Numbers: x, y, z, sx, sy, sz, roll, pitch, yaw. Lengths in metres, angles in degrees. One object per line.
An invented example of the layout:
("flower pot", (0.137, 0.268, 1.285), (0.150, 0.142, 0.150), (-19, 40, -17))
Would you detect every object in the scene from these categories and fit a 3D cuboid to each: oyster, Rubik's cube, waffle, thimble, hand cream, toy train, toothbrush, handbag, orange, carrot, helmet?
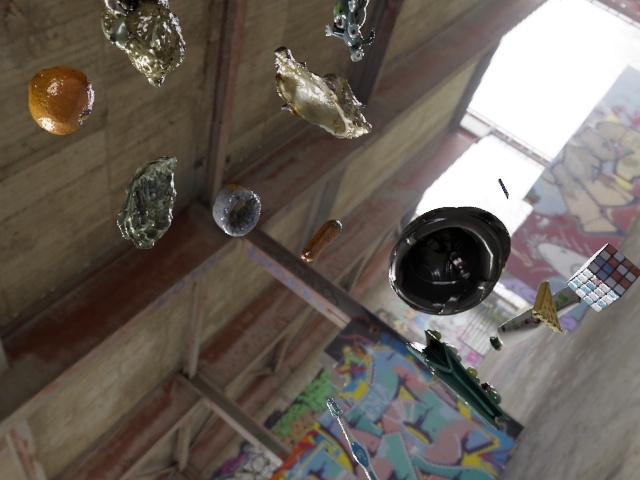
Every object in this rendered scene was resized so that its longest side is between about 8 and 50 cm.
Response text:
("oyster", (-0.513, -0.124, 1.902), (0.351, 0.158, 0.162), (-60, 10, 31))
("oyster", (0.006, -0.434, 1.829), (0.096, 0.361, 0.221), (-48, -30, -22))
("Rubik's cube", (0.605, 0.081, 1.338), (0.092, 0.092, 0.092), (-39, -17, -24))
("waffle", (0.462, 0.165, 1.270), (0.097, 0.023, 0.152), (-58, -46, -40))
("thimble", (-0.266, -0.096, 1.988), (0.127, 0.118, 0.151), (9, -75, -31))
("hand cream", (0.684, 0.245, 1.980), (0.336, 0.076, 0.121), (-40, 14, 27))
("toy train", (0.637, -0.178, 2.167), (0.017, 0.083, 0.017), (-27, -20, 18))
("toothbrush", (0.114, 0.613, 1.778), (0.040, 0.386, 0.040), (-26, 8, 4))
("handbag", (0.375, 0.361, 1.696), (0.100, 0.274, 0.269), (-46, 4, -2))
("orange", (-0.509, -0.278, 1.224), (0.135, 0.117, 0.135), (-51, 4, 5))
("carrot", (0.000, 0.000, 1.967), (0.186, 0.060, 0.060), (-46, -17, -32))
("helmet", (0.275, 0.021, 1.367), (0.279, 0.230, 0.160), (-55, 9, 23))

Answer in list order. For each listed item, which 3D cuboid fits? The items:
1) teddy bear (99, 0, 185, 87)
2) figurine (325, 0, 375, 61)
("teddy bear", (-0.376, -0.457, 1.312), (0.156, 0.256, 0.267), (-15, -17, -17))
("figurine", (0.122, -0.786, 2.258), (0.140, 0.265, 0.193), (-17, -20, -28))
